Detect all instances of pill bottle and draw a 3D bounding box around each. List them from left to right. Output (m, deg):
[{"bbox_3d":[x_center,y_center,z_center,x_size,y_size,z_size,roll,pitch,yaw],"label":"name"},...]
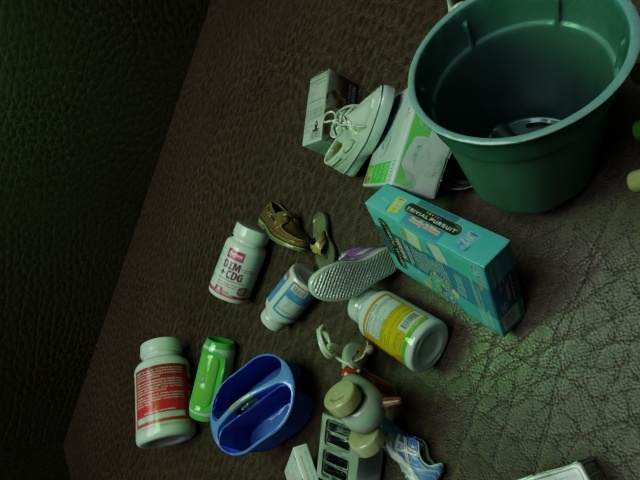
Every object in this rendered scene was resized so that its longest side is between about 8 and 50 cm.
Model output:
[{"bbox_3d":[-0.655,0.628,1.858,0.229,0.229,0.408,-39,53,34],"label":"pill bottle"},{"bbox_3d":[-0.300,0.080,1.675,0.160,0.160,0.283,31,102,48],"label":"pill bottle"},{"bbox_3d":[-0.102,0.192,1.452,0.221,0.124,0.124,-51,47,25],"label":"pill bottle"},{"bbox_3d":[0.183,0.210,1.120,0.245,0.136,0.136,28,100,48],"label":"pill bottle"}]

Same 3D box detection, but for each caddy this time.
[{"bbox_3d":[-0.191,0.506,1.370,0.341,0.179,0.241,-40,50,14],"label":"caddy"}]

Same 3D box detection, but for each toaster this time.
[{"bbox_3d":[0.080,0.546,1.157,0.185,0.110,0.168,-4,77,47],"label":"toaster"}]

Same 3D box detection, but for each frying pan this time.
[{"bbox_3d":[0.405,-0.205,1.061,0.326,0.053,0.197,19,93,47],"label":"frying pan"}]

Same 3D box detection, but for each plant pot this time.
[{"bbox_3d":[0.378,-0.233,0.840,0.341,0.334,0.341,-13,62,24],"label":"plant pot"}]

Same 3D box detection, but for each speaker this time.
[{"bbox_3d":[-0.413,0.526,1.698,0.131,0.131,0.296,10,86,49],"label":"speaker"}]

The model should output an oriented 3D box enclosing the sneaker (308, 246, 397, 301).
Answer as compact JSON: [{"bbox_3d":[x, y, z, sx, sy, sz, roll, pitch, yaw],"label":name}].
[{"bbox_3d":[0.065,0.085,1.205,0.161,0.282,0.102,8,110,58],"label":"sneaker"}]

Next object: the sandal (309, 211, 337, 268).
[{"bbox_3d":[0.000,0.000,1.443,0.090,0.060,0.219,-28,59,40],"label":"sandal"}]

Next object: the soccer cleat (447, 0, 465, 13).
[{"bbox_3d":[0.376,-0.504,1.112,0.116,0.143,0.331,-28,59,40],"label":"soccer cleat"}]

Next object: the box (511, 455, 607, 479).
[{"bbox_3d":[0.458,0.545,0.755,0.169,0.087,0.290,-42,51,32],"label":"box"}]

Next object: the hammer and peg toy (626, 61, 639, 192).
[{"bbox_3d":[0.605,-0.115,0.678,0.127,0.266,0.361,165,113,-69],"label":"hammer and peg toy"}]

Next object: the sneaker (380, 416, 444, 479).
[{"bbox_3d":[0.206,0.491,1.064,0.211,0.080,0.081,44,104,32],"label":"sneaker"}]

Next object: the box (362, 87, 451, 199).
[{"bbox_3d":[0.235,-0.245,1.144,0.231,0.126,0.262,-147,74,-78],"label":"box"}]

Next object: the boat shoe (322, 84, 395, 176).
[{"bbox_3d":[0.081,-0.317,1.262,0.367,0.156,0.136,127,159,-66],"label":"boat shoe"}]

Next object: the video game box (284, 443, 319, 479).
[{"bbox_3d":[-0.041,0.695,1.232,0.205,0.048,0.187,105,151,-45],"label":"video game box"}]

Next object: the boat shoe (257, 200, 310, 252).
[{"bbox_3d":[-0.130,-0.056,1.565,0.307,0.110,0.104,34,105,47],"label":"boat shoe"}]

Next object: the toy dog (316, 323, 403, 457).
[{"bbox_3d":[0.116,0.341,1.085,0.161,0.220,0.334,-27,37,14],"label":"toy dog"}]

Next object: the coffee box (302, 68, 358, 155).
[{"bbox_3d":[0.035,-0.413,1.467,0.098,0.141,0.246,-6,73,48],"label":"coffee box"}]

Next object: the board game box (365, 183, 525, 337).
[{"bbox_3d":[0.271,0.035,0.987,0.079,0.254,0.336,-42,42,-11],"label":"board game box"}]
